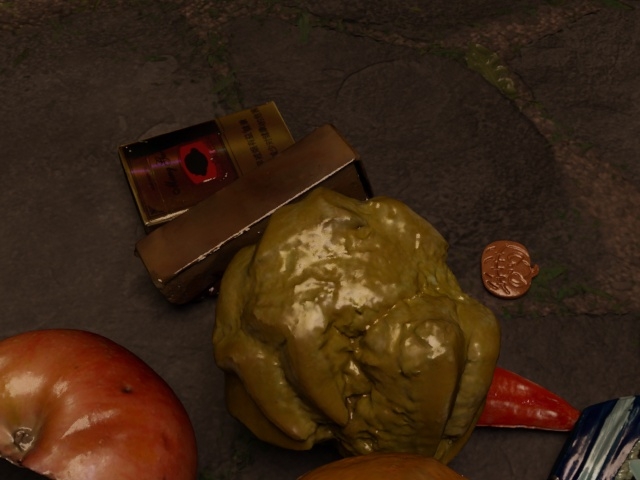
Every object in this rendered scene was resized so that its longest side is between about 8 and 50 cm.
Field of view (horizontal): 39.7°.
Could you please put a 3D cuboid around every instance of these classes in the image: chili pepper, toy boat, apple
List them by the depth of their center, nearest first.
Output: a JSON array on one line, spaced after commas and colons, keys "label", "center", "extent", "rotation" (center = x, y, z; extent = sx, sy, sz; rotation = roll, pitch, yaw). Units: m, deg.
[{"label": "apple", "center": [-0.250, 0.187, 0.955], "extent": [0.293, 0.251, 0.163], "rotation": [22, 68, 14]}, {"label": "toy boat", "center": [0.405, 0.302, 0.981], "extent": [0.291, 0.067, 0.220], "rotation": [28, 72, 15]}, {"label": "chili pepper", "center": [0.235, 0.198, 1.063], "extent": [0.169, 0.065, 0.088], "rotation": [13, 71, 2]}]

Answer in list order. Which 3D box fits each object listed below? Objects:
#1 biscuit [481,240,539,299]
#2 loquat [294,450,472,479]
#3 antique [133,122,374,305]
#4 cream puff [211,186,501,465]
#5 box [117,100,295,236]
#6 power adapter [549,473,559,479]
[{"label": "biscuit", "center": [0.256, 0.038, 1.196], "extent": [0.078, 0.015, 0.091], "rotation": [1, 56, 2]}, {"label": "loquat", "center": [0.054, 0.354, 0.796], "extent": [0.328, 0.328, 0.328], "rotation": [0, 56, 0]}, {"label": "antique", "center": [-0.086, -0.027, 1.165], "extent": [0.310, 0.093, 0.087], "rotation": [-33, 53, -6]}, {"label": "cream puff", "center": [0.031, 0.121, 0.943], "extent": [0.274, 0.323, 0.270], "rotation": [-9, 32, -23]}, {"label": "box", "center": [-0.151, -0.097, 1.261], "extent": [0.240, 0.071, 0.159], "rotation": [-18, 59, -12]}, {"label": "power adapter", "center": [0.271, 0.338, 0.887], "extent": [0.130, 0.125, 0.205], "rotation": [-34, 78, -8]}]
